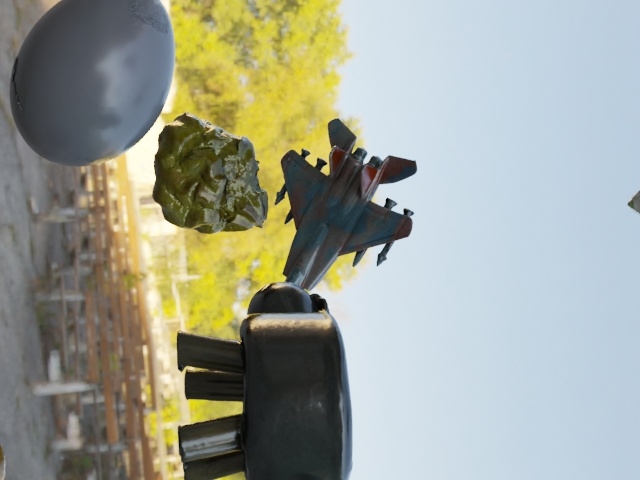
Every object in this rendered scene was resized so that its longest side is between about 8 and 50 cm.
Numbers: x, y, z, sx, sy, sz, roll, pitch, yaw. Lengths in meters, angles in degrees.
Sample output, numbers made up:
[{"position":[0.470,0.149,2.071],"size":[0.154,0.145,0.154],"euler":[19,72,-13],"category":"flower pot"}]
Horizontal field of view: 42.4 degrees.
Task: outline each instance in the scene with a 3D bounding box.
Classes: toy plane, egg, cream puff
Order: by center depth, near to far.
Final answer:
[{"position":[-0.223,-0.166,0.823],"size":[0.199,0.146,0.146],"euler":[-61,-172,-11],"category":"egg"},{"position":[-0.123,-0.072,0.961],"size":[0.146,0.116,0.146],"euler":[6,90,-73],"category":"cream puff"},{"position":[0.003,-0.001,1.183],"size":[0.326,0.223,0.104],"euler":[-64,161,17],"category":"toy plane"}]

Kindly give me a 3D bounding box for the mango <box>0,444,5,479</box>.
[{"position":[-0.415,0.188,0.703],"size":[0.187,0.257,0.138],"euler":[47,-54,45],"category":"mango"}]

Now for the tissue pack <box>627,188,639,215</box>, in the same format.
[{"position":[0.382,-0.036,0.887],"size":[0.062,0.083,0.042],"euler":[-52,167,20],"category":"tissue pack"}]

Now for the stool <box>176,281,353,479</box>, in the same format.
[{"position":[-0.048,0.131,0.702],"size":[0.228,0.139,0.153],"euler":[-114,-157,-74],"category":"stool"}]
